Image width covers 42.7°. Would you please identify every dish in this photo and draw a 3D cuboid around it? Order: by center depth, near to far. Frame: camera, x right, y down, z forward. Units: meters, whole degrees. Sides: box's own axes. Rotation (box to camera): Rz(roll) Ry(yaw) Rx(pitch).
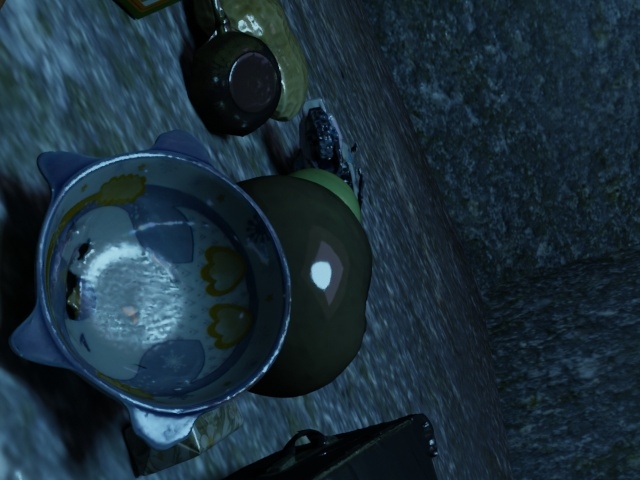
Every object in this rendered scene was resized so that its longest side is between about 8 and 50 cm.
[{"bbox_3d":[-0.140,0.033,0.633,0.228,0.086,0.236,36,52,-17],"label":"dish"}]

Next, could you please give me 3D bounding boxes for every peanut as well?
[{"bbox_3d":[-0.094,-0.278,1.144,0.196,0.110,0.233,-85,154,-54],"label":"peanut"}]

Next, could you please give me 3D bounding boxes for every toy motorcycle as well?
[{"bbox_3d":[-0.002,-0.124,1.282,0.204,0.108,0.239,-108,-159,-52],"label":"toy motorcycle"}]

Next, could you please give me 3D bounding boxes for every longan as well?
[{"bbox_3d":[-0.046,0.041,0.785,0.196,0.197,0.220,50,39,-54],"label":"longan"}]

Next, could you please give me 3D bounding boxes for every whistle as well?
[{"bbox_3d":[-0.007,0.006,1.149,0.294,0.141,0.141,80,2,-56],"label":"whistle"}]

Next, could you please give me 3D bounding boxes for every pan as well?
[{"bbox_3d":[-0.114,-0.223,1.003,0.128,0.048,0.202,-50,125,-26],"label":"pan"}]

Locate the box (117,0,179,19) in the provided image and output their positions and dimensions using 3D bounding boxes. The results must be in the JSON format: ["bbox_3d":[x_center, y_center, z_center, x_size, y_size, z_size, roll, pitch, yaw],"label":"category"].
[{"bbox_3d":[-0.156,-0.369,0.867,0.148,0.195,0.177,38,36,-63],"label":"box"}]

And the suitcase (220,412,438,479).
[{"bbox_3d":[0.015,0.301,0.693,0.434,0.194,0.283,12,61,-72],"label":"suitcase"}]

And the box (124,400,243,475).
[{"bbox_3d":[-0.112,0.155,0.678,0.045,0.062,0.098,69,17,5],"label":"box"}]

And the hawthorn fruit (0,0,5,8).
[{"bbox_3d":[-0.233,-0.142,0.287,0.262,0.258,0.258,-49,121,-49],"label":"hawthorn fruit"}]
